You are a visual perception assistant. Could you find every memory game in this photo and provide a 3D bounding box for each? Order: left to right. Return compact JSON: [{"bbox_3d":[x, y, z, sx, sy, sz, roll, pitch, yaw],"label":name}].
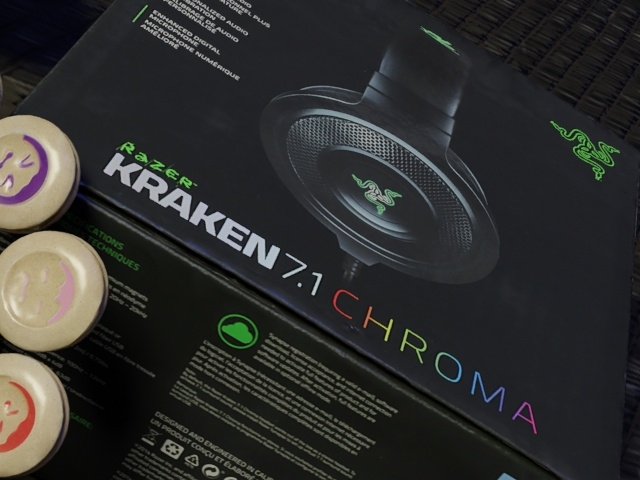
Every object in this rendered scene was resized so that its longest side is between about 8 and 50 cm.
[{"bbox_3d":[-0.155,0.018,0.428,0.186,0.186,0.012,45,-2,15],"label":"memory game"}]

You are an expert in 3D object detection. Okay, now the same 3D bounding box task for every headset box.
[{"bbox_3d":[0.000,0.000,0.597,0.246,0.131,0.283,32,34,-5],"label":"headset box"}]
